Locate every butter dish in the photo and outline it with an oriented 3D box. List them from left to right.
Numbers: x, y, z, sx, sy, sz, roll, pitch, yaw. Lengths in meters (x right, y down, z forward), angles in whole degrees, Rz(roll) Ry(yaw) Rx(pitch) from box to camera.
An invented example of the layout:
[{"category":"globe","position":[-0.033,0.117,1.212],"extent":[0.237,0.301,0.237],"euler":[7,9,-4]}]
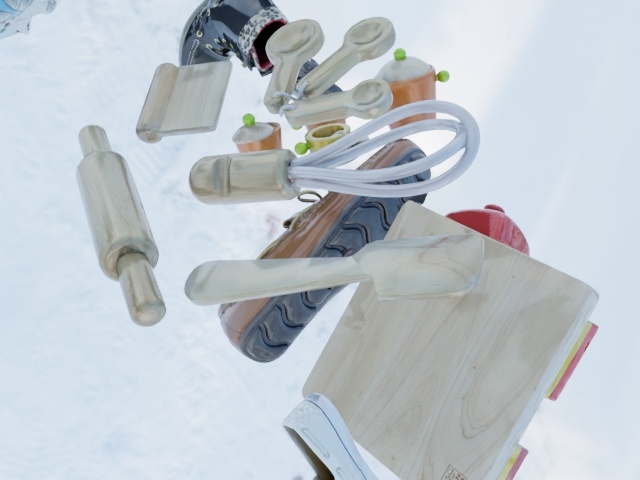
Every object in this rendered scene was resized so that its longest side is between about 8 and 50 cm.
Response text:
[{"category":"butter dish","position":[0.244,0.000,1.231],"extent":[0.160,0.160,0.118],"euler":[42,61,-42]}]

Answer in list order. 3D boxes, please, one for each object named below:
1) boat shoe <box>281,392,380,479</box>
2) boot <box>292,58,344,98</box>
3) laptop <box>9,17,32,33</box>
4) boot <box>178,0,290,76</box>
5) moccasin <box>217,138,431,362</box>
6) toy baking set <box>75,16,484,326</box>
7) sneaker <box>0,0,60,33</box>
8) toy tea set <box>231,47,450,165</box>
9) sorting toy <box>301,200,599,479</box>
[{"category":"boat shoe","position":[0.010,0.138,0.474],"extent":[0.035,0.035,0.100],"euler":[-33,99,-33]},{"category":"boot","position":[-0.097,-0.342,1.566],"extent":[0.091,0.263,0.229],"euler":[-57,136,-7]},{"category":"laptop","position":[-0.549,-0.395,1.206],"extent":[0.237,0.382,0.407],"euler":[12,98,-17]},{"category":"boot","position":[-0.136,-0.299,1.269],"extent":[0.085,0.178,0.236],"euler":[7,131,-37]},{"category":"moccasin","position":[0.002,0.001,1.175],"extent":[0.380,0.147,0.139],"euler":[-50,135,9]},{"category":"toy baking set","position":[-0.032,-0.043,0.418],"extent":[0.197,0.256,0.030],"euler":[-28,135,3]},{"category":"sneaker","position":[-0.365,-0.260,0.858],"extent":[0.122,0.110,0.283],"euler":[-62,178,9]},{"category":"toy tea set","position":[0.026,-0.206,1.252],"extent":[0.336,0.200,0.124],"euler":[-27,119,-25]},{"category":"sorting toy","position":[0.140,0.123,0.884],"extent":[0.089,0.255,0.257],"euler":[27,93,-44]}]
